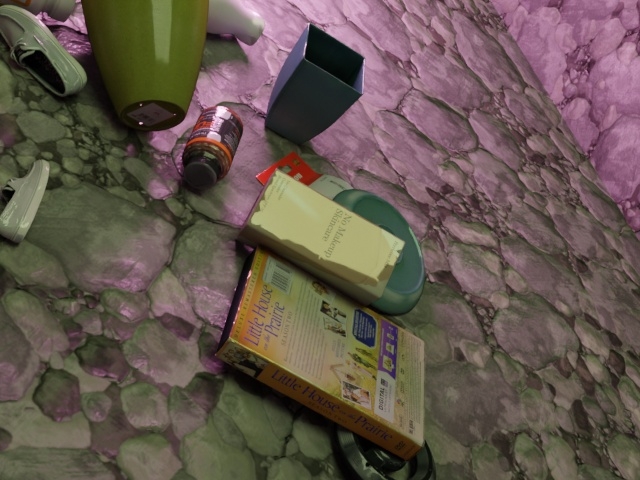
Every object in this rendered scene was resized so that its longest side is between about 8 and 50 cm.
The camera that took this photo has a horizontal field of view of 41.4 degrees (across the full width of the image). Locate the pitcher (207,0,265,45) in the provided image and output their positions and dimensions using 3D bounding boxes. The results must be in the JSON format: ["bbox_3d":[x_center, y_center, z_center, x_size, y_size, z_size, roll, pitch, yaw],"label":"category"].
[{"bbox_3d":[-0.266,-0.594,2.166,0.207,0.125,0.178,15,24,-47],"label":"pitcher"}]

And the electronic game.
[{"bbox_3d":[0.124,0.396,1.605,0.229,0.048,0.229,27,32,-19],"label":"electronic game"}]

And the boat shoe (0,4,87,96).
[{"bbox_3d":[-0.570,-0.377,1.689,0.227,0.079,0.081,44,32,-5],"label":"boat shoe"}]

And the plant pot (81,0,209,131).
[{"bbox_3d":[-0.359,-0.389,1.781,0.274,0.274,0.294,8,66,-38],"label":"plant pot"}]

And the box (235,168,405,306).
[{"bbox_3d":[0.000,0.000,1.748,0.311,0.121,0.148,28,70,-8],"label":"box"}]

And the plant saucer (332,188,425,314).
[{"bbox_3d":[0.142,0.015,1.944,0.317,0.043,0.318,30,44,-34],"label":"plant saucer"}]

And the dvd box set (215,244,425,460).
[{"bbox_3d":[0.017,0.209,1.638,0.420,0.062,0.308,30,31,-13],"label":"dvd box set"}]

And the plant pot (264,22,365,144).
[{"bbox_3d":[-0.028,-0.360,2.044,0.165,0.234,0.166,28,40,-20],"label":"plant pot"}]

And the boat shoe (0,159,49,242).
[{"bbox_3d":[-0.520,-0.077,1.466,0.063,0.066,0.184,26,50,-24],"label":"boat shoe"}]

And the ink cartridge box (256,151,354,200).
[{"bbox_3d":[-0.011,-0.111,1.971,0.232,0.066,0.189,49,37,0],"label":"ink cartridge box"}]

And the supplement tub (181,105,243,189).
[{"bbox_3d":[-0.232,-0.194,1.803,0.106,0.106,0.198,31,38,-16],"label":"supplement tub"}]

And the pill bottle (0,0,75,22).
[{"bbox_3d":[-0.632,-0.545,1.747,0.245,0.136,0.136,18,44,-30],"label":"pill bottle"}]
